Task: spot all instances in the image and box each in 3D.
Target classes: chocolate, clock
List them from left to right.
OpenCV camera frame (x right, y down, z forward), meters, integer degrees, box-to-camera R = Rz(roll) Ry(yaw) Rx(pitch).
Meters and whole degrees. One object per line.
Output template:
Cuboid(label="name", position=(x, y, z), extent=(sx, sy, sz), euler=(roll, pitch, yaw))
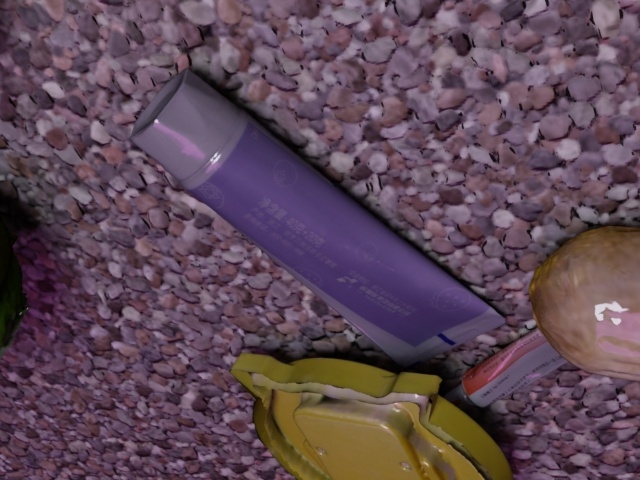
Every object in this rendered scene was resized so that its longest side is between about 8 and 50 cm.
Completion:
Cuboid(label="clock", position=(0.064, 0.211, 0.908), extent=(0.277, 0.071, 0.293), euler=(7, 136, 30))
Cuboid(label="chocolate", position=(0.322, 0.059, 0.686), extent=(0.309, 0.134, 0.134), euler=(3, 128, 15))

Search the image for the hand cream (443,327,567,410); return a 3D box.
Cuboid(label="hand cream", position=(0.201, 0.107, 0.823), extent=(0.052, 0.038, 0.216), euler=(26, 129, -37))

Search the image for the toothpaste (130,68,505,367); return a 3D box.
Cuboid(label="toothpaste", position=(0.000, 0.000, 0.771), extent=(0.371, 0.080, 0.125), euler=(40, 127, -22))

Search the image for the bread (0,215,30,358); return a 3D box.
Cuboid(label="bread", position=(-0.452, 0.082, 0.765), extent=(0.366, 0.382, 0.129), euler=(1, 133, 31))
